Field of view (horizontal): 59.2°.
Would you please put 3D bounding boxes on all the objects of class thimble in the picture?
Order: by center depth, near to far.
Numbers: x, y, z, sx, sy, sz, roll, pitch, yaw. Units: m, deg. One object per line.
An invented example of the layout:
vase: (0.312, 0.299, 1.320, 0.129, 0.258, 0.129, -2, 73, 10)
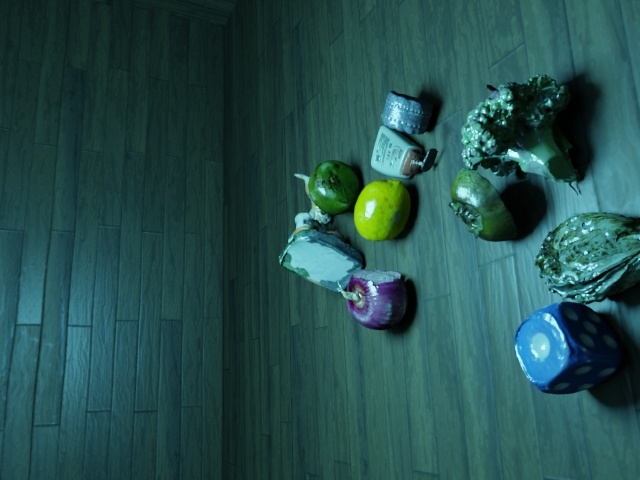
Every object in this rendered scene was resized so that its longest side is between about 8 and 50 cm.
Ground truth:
thimble: (0.256, -0.378, 1.672, 0.150, 0.150, 0.098, 50, 130, 55)

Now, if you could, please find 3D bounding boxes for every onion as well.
onion: (0.173, 0.185, 1.722, 0.207, 0.200, 0.201, -4, 80, 31)

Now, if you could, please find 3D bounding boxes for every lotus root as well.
lotus root: (0.371, -0.067, 1.338, 0.078, 0.204, 0.183, -36, 37, -4)

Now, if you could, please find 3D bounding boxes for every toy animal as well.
toy animal: (-0.029, -0.156, 2.191, 0.104, 0.183, 0.185, -49, -26, -57)

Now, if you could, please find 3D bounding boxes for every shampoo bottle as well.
shampoo bottle: (0.259, -0.261, 1.735, 0.284, 0.071, 0.153, 36, 115, 58)

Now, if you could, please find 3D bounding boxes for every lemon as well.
lemon: (0.190, -0.093, 1.735, 0.170, 0.169, 0.208, 41, 120, 58)

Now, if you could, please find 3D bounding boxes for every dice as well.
dice: (0.483, 0.214, 1.109, 0.146, 0.146, 0.143, 120, 146, -42)

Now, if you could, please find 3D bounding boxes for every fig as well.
fig: (0.026, -0.168, 2.031, 0.235, 0.203, 0.203, -37, 53, 55)

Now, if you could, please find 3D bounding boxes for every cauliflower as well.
cauliflower: (0.452, -0.221, 1.233, 0.256, 0.239, 0.315, -42, 60, 11)

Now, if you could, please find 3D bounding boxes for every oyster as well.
oyster: (0.538, 0.037, 1.094, 0.199, 0.112, 0.267, -61, 21, 2)

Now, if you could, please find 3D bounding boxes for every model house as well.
model house: (0.000, 0.000, 2.042, 0.190, 0.271, 0.301, -54, 22, 29)
